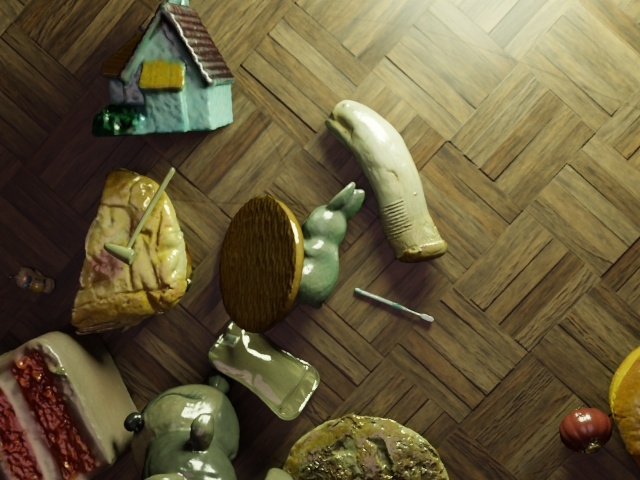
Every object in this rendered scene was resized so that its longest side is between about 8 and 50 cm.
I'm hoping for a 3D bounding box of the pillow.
[{"bbox_3d":[-0.111,0.251,1.785,0.218,0.033,0.130,36,59,-2],"label":"pillow"}]

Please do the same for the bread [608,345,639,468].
[{"bbox_3d":[0.689,0.311,1.691,0.312,0.172,0.312,0,98,1],"label":"bread"}]

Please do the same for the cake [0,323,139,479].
[{"bbox_3d":[-0.517,0.334,1.757,0.237,0.230,0.308,-28,93,9],"label":"cake"}]

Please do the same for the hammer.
[{"bbox_3d":[-0.325,-0.053,1.657,0.060,0.028,0.195,30,88,6],"label":"hammer"}]

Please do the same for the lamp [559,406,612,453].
[{"bbox_3d":[0.510,0.365,1.745,0.101,0.090,0.101,-5,138,-5],"label":"lamp"}]

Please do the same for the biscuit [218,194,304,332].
[{"bbox_3d":[-0.111,0.045,1.716,0.037,0.262,0.261,8,97,-38],"label":"biscuit"}]

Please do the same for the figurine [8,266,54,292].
[{"bbox_3d":[-0.581,0.085,1.826,0.083,0.050,0.047,16,101,3],"label":"figurine"}]

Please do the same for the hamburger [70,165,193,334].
[{"bbox_3d":[-0.342,0.040,1.748,0.209,0.162,0.329,14,91,-1],"label":"hamburger"}]

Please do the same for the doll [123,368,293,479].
[{"bbox_3d":[-0.204,0.441,1.700,0.252,0.382,0.378,-35,109,13],"label":"doll"}]

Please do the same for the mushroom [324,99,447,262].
[{"bbox_3d":[0.128,-0.114,1.735,0.123,0.095,0.351,-28,90,23],"label":"mushroom"}]

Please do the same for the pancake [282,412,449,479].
[{"bbox_3d":[0.086,0.508,1.804,0.356,0.065,0.355,1,97,5],"label":"pancake"}]

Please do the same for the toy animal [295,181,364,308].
[{"bbox_3d":[0.000,0.000,1.752,0.125,0.127,0.251,28,88,27],"label":"toy animal"}]

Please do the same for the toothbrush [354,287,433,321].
[{"bbox_3d":[0.145,0.127,1.792,0.167,0.014,0.011,21,97,4],"label":"toothbrush"}]

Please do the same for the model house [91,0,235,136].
[{"bbox_3d":[-0.290,-0.323,1.653,0.230,0.280,0.248,-4,100,3],"label":"model house"}]
